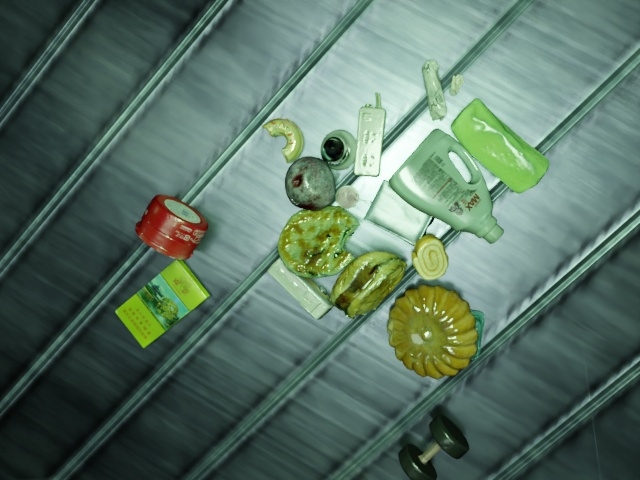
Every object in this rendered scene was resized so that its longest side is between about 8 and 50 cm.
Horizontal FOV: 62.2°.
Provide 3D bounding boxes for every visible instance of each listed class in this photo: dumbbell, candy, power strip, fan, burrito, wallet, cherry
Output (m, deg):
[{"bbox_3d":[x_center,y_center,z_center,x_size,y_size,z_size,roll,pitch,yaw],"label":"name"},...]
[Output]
[{"bbox_3d":[0.396,0.742,1.871,0.152,0.152,0.218,43,101,2],"label":"dumbbell"},{"bbox_3d":[0.585,-0.305,1.735,0.343,0.132,0.142,45,144,3],"label":"candy"},{"bbox_3d":[0.172,-0.364,1.825,0.093,0.053,0.287,6,99,9],"label":"power strip"},{"bbox_3d":[0.118,-0.148,1.883,0.133,0.005,0.085,13,98,8],"label":"fan"},{"bbox_3d":[0.381,-0.501,1.771,0.064,0.064,0.203,-10,96,10],"label":"burrito"},{"bbox_3d":[0.282,-0.094,1.850,0.222,0.036,0.167,26,101,7],"label":"wallet"},{"bbox_3d":[-0.039,-0.197,1.811,0.195,0.195,0.195,1,97,9],"label":"cherry"}]

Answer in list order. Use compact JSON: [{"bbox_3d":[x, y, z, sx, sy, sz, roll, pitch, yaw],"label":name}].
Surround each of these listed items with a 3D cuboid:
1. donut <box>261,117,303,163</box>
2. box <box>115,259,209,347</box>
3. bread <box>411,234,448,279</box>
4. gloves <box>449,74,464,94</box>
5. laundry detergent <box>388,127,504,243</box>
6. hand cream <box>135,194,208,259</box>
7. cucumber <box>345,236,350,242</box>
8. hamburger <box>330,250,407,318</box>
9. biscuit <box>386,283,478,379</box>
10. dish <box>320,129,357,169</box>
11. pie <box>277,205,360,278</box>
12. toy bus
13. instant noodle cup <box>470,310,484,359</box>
[{"bbox_3d":[-0.121,-0.365,1.864,0.108,0.065,0.166,-32,91,11],"label":"donut"},{"bbox_3d":[-0.605,0.241,2.026,0.335,0.047,0.187,-38,89,10],"label":"box"},{"bbox_3d":[0.373,0.062,1.816,0.122,0.073,0.149,-23,108,2],"label":"bread"},{"bbox_3d":[0.449,-0.518,1.767,0.044,0.037,0.081,36,85,-33],"label":"gloves"},{"bbox_3d":[0.449,-0.156,1.754,0.398,0.125,0.264,42,87,2],"label":"laundry detergent"},{"bbox_3d":[-0.525,-0.049,1.889,0.230,0.230,0.149,37,100,3],"label":"hand cream"},{"bbox_3d":[0.060,-0.013,1.894,0.107,0.035,0.067,-21,111,10],"label":"cucumber"},{"bbox_3d":[0.157,0.138,1.785,0.134,0.285,0.265,40,100,20],"label":"hamburger"},{"bbox_3d":[0.372,0.312,1.804,0.326,0.107,0.325,0,90,31],"label":"biscuit"},{"bbox_3d":[0.046,-0.312,1.814,0.141,0.078,0.141,3,97,32],"label":"dish"},{"bbox_3d":[-0.008,-0.001,1.831,0.303,0.067,0.302,-8,64,16],"label":"pie"},{"bbox_3d":[-0.068,0.168,1.900,0.268,0.106,0.092,45,103,2],"label":"toy bus"},{"bbox_3d":[0.489,0.330,1.851,0.157,0.070,0.179,7,97,7],"label":"instant noodle cup"}]
